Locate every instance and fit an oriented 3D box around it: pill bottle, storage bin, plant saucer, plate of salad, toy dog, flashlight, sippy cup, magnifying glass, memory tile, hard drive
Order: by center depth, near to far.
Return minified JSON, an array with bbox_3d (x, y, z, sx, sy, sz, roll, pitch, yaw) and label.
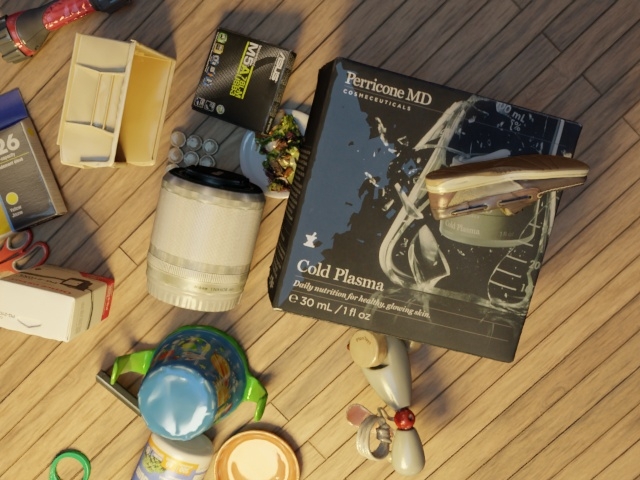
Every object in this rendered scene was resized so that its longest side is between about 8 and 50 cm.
[{"bbox_3d":[-0.418,-0.277,1.574,0.123,0.262,0.260,13,97,4],"label":"storage bin"},{"bbox_3d":[-0.559,-0.486,1.642,0.304,0.103,0.103,-21,93,7],"label":"flashlight"},{"bbox_3d":[0.128,0.329,1.646,0.220,0.161,0.333,23,64,-35],"label":"toy dog"},{"bbox_3d":[-0.084,-0.191,1.648,0.200,0.048,0.199,-1,84,12],"label":"plate of salad"},{"bbox_3d":[-0.286,0.320,1.650,0.306,0.224,0.240,-21,95,6],"label":"sippy cup"},{"bbox_3d":[-0.292,-0.165,1.702,0.113,0.012,0.148,12,97,3],"label":"memory tile"},{"bbox_3d":[-0.358,0.564,1.718,0.152,0.152,0.272,24,97,1],"label":"pill bottle"},{"bbox_3d":[-0.455,0.350,1.734,0.135,0.094,0.022,39,67,0],"label":"hard drive"},{"bbox_3d":[-0.146,0.530,1.756,0.200,0.037,0.199,0,97,4],"label":"plant saucer"},{"bbox_3d":[-0.630,0.600,1.810,0.092,0.026,0.231,35,96,0],"label":"magnifying glass"}]

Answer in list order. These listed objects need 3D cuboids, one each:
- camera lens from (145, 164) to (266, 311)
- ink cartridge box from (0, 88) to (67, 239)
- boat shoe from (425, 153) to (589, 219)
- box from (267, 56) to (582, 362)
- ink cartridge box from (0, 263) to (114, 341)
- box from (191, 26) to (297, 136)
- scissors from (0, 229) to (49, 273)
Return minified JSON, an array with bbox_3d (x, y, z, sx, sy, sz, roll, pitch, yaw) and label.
[{"bbox_3d":[-0.245,-0.011,1.607,0.220,0.219,0.274,14,101,3],"label":"camera lens"},{"bbox_3d":[-0.768,-0.146,1.707,0.304,0.072,0.307,-22,93,6],"label":"ink cartridge box"},{"bbox_3d":[0.323,-0.090,1.317,0.285,0.103,0.092,-7,111,-8],"label":"boat shoe"},{"bbox_3d":[0.181,-0.061,1.502,0.480,0.297,0.471,13,95,-7],"label":"box"},{"bbox_3d":[-0.574,0.129,1.643,0.172,0.237,0.100,13,97,3],"label":"ink cartridge box"},{"bbox_3d":[-0.166,-0.342,1.635,0.184,0.045,0.190,23,97,19],"label":"box"},{"bbox_3d":[-0.766,0.073,1.761,0.297,0.021,0.109,-34,94,6],"label":"scissors"}]
